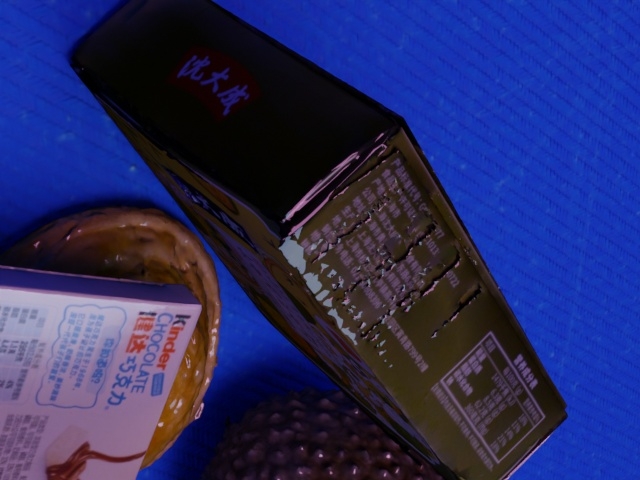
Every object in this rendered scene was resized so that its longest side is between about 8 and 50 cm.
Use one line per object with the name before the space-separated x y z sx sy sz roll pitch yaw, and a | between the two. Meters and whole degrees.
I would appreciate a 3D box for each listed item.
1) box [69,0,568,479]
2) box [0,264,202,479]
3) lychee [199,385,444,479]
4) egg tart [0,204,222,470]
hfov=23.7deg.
box | 0.000 0.000 1.365 0.138 0.373 0.420 -42 132 -8
box | -0.261 0.151 1.310 0.265 0.048 0.273 9 112 -37
lychee | 0.003 0.302 1.604 0.300 0.300 0.300 -18 124 -28
egg tart | -0.204 0.126 1.458 0.319 0.128 0.319 -19 125 -30
